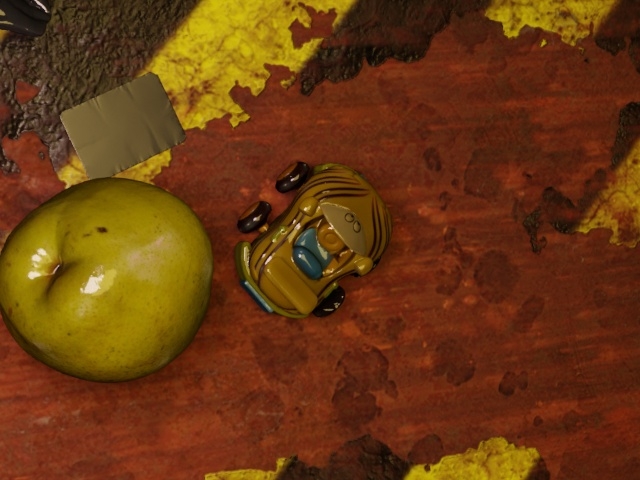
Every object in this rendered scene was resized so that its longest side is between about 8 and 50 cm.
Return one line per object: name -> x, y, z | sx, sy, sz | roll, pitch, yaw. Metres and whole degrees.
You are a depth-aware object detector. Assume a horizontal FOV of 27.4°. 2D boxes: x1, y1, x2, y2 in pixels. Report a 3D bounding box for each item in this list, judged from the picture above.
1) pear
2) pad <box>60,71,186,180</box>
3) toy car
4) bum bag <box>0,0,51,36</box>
pear -> -0.273, 0.053, 1.706 | 0.294, 0.294, 0.294 | 0, 89, -24
pad -> -0.277, -0.160, 1.853 | 0.157, 0.003, 0.112 | -28, 100, -21
toy car -> 0.000, 0.000, 1.894 | 0.200, 0.142, 0.248 | 46, 74, -17
bum bag -> -0.475, -0.321, 1.713 | 0.248, 0.060, 0.123 | -4, 47, -25
